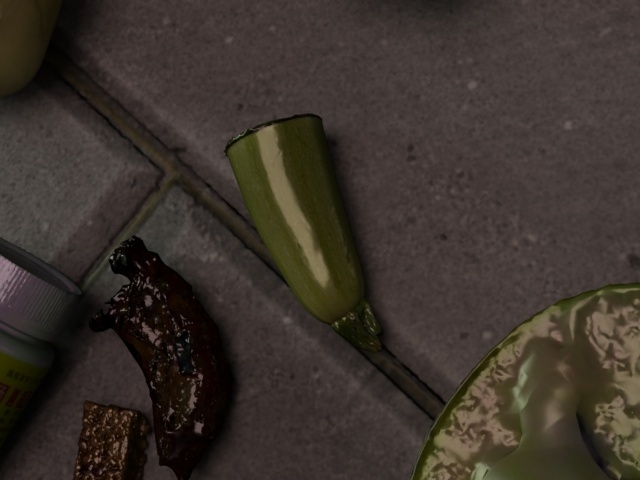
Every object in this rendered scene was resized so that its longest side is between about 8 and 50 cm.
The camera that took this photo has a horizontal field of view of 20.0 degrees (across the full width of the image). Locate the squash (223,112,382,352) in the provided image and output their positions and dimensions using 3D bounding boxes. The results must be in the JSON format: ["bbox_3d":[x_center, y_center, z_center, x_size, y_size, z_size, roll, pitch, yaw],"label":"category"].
[{"bbox_3d":[0.000,0.000,1.602,0.094,0.094,0.224,-28,78,14],"label":"squash"}]

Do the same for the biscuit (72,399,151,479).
[{"bbox_3d":[-0.200,0.248,1.650,0.064,0.034,0.199,6,83,23],"label":"biscuit"}]

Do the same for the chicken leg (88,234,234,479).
[{"bbox_3d":[-0.138,0.103,1.639,0.105,0.063,0.234,-35,70,17],"label":"chicken leg"}]

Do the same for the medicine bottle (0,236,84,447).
[{"bbox_3d":[-0.327,0.114,1.669,0.139,0.139,0.225,32,92,24],"label":"medicine bottle"}]

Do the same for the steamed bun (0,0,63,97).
[{"bbox_3d":[-0.354,-0.251,1.743,0.272,0.166,0.232,5,69,17],"label":"steamed bun"}]

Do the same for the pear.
[{"bbox_3d":[0.262,0.237,1.399,0.398,0.165,0.399,-4,78,20],"label":"pear"}]
